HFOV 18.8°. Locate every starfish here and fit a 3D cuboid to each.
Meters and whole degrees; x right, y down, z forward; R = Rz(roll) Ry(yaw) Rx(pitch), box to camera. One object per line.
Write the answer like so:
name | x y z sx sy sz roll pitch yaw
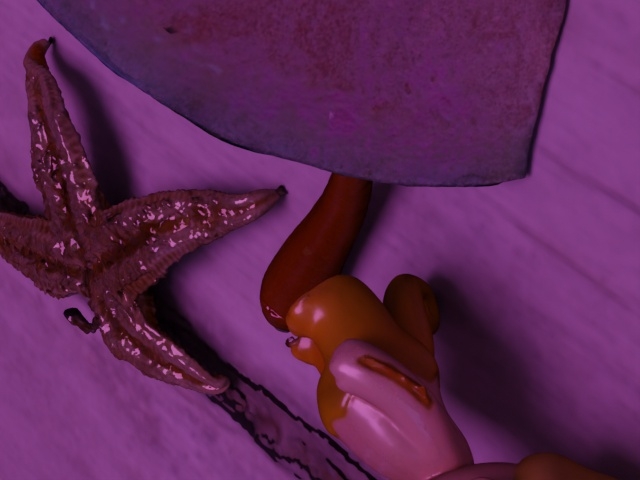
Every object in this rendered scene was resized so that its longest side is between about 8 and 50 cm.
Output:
starfish | -0.125 -0.016 1.041 0.247 0.050 0.138 32 121 35

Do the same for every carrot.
carrot | 0.000 0.000 0.908 0.035 0.035 0.142 53 141 24

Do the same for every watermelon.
watermelon | -0.043 -0.214 0.830 0.222 0.319 0.292 -108 31 -63

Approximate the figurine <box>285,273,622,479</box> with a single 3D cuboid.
figurine | 0.069 0.121 0.810 0.246 0.131 0.156 56 169 20
